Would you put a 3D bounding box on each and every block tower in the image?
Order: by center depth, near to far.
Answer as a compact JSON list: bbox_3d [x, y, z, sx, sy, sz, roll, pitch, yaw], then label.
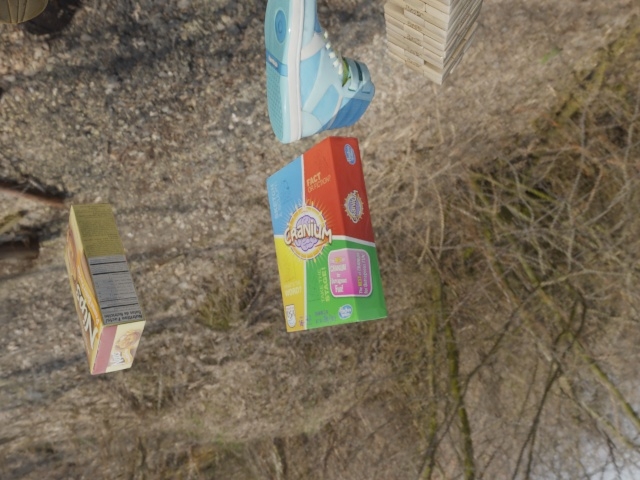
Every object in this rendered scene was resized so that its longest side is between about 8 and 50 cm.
[{"bbox_3d":[0.130,-0.290,0.602,0.090,0.097,0.335,-57,166,0],"label":"block tower"}]

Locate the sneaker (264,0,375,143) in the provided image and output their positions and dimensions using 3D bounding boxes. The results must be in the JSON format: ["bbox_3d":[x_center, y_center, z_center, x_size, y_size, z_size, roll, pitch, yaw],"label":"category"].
[{"bbox_3d":[0.011,-0.341,0.987,0.208,0.127,0.318,-13,137,-18],"label":"sneaker"}]

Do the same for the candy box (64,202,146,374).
[{"bbox_3d":[-0.463,0.096,1.128,0.088,0.316,0.182,-6,143,-35],"label":"candy box"}]

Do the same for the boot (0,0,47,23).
[{"bbox_3d":[-0.698,-0.506,1.033,0.262,0.203,0.095,-36,162,-44],"label":"boot"}]

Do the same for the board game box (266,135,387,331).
[{"bbox_3d":[0.000,0.000,0.987,0.064,0.316,0.242,-2,168,-33],"label":"board game box"}]
